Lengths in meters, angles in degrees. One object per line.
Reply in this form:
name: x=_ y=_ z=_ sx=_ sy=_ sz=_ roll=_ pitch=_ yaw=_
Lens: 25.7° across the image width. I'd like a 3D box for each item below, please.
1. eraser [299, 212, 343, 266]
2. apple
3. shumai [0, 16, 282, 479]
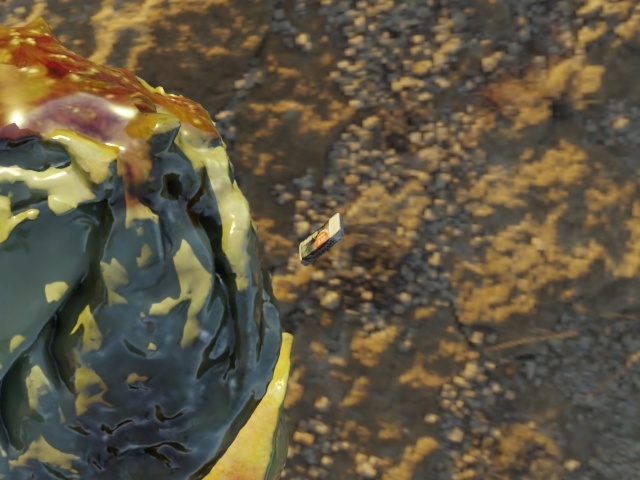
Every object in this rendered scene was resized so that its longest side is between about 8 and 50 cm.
eraser: x=0.000 y=0.000 z=1.620 sx=0.019 sy=0.099 sz=0.027 roll=12 pitch=60 yaw=-29
apple: x=-0.084 y=0.182 z=1.423 sx=0.120 sy=0.265 sz=0.193 roll=14 pitch=79 yaw=-1
shumai: x=-0.110 y=0.016 z=0.507 sx=0.142 sy=0.184 sz=0.184 roll=34 pitch=77 yaw=-44
